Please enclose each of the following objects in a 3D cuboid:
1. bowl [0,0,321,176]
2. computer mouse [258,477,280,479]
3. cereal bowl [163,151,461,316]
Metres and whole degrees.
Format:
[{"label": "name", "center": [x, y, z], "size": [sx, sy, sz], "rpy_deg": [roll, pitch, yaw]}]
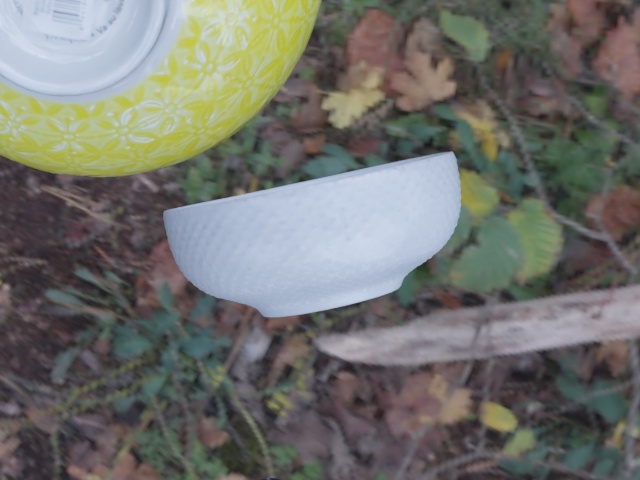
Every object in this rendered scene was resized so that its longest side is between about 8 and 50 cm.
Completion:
[{"label": "bowl", "center": [-0.141, -0.157, 0.910], "size": [0.289, 0.156, 0.289], "rpy_deg": [0, 110, 0]}, {"label": "computer mouse", "center": [-0.005, 0.254, 1.280], "size": [0.071, 0.242, 0.041], "rpy_deg": [-34, 123, -13]}, {"label": "cereal bowl", "center": [0.000, 0.000, 1.751], "size": [0.339, 0.339, 0.141], "rpy_deg": [-14, 94, -27]}]
